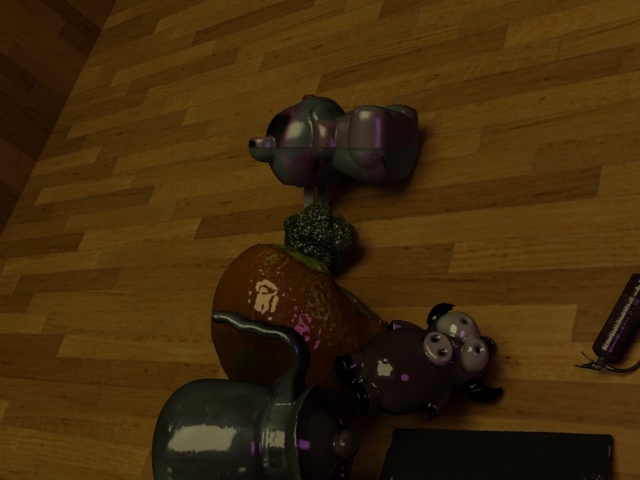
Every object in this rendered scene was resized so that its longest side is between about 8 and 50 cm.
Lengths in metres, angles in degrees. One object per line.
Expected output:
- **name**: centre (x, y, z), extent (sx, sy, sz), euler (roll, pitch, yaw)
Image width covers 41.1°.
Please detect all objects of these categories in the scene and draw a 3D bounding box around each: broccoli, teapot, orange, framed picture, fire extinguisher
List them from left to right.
- **teapot**: centre (-0.074, 0.272, 1.270), extent (0.285, 0.223, 0.305), euler (-8, 64, 24)
- **orange**: centre (-0.052, 0.176, 1.412), extent (0.263, 0.334, 0.196), euler (-18, 25, 52)
- **broccoli**: centre (0.000, 0.000, 1.650), extent (0.138, 0.145, 0.162), euler (-36, 9, -33)
- **framed picture**: centre (0.219, 0.359, 1.153), extent (0.324, 0.013, 0.244), euler (-5, 40, 29)
- **fire extinguisher**: centre (0.431, 0.127, 1.204), extent (0.078, 0.045, 0.157), euler (27, 80, 28)

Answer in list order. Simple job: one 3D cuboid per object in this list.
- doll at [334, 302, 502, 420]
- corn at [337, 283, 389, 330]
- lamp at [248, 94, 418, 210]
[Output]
- **doll**: centre (0.154, 0.186, 1.305), extent (0.258, 0.117, 0.182), euler (-15, 58, -14)
- **corn**: centre (0.052, 0.141, 1.529), extent (0.080, 0.080, 0.231), euler (-52, 37, -1)
- **lamp**: centre (0.034, -0.168, 1.706), extent (0.301, 0.247, 0.247), euler (5, 104, 33)
